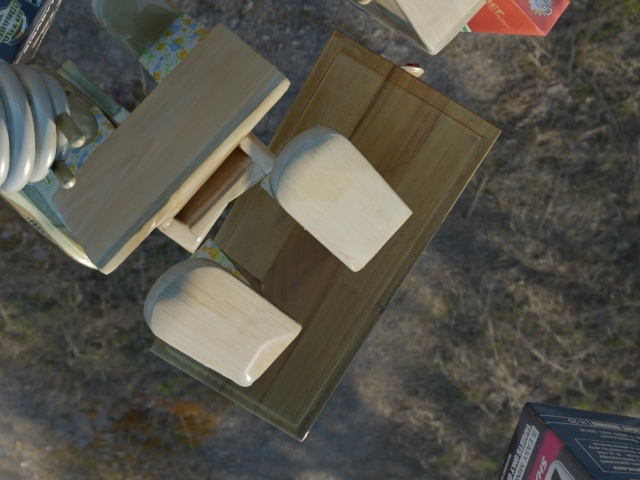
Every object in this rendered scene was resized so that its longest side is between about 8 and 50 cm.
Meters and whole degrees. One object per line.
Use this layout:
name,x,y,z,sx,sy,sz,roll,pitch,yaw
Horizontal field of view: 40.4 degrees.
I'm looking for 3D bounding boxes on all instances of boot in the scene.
boot,-0.264,-0.078,0.969,0.165,0.077,0.213,-48,135,-12

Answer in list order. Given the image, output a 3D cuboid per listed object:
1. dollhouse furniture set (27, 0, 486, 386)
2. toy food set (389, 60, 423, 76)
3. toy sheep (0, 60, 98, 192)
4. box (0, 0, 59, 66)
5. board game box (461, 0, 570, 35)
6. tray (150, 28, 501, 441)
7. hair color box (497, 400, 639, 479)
dollhouse furniture set,-0.090,-0.163,0.719,0.394,0.362,0.256,-46,138,2
toy food set,0.164,-0.339,1.730,0.083,0.020,0.082,0,177,13
toy sheep,-0.202,-0.069,0.542,0.132,0.091,0.091,-7,151,-40
box,-0.381,-0.391,1.229,0.073,0.293,0.295,28,94,-21
board game box,0.175,-0.403,1.267,0.242,0.316,0.064,36,87,-29
tray,0.000,0.000,0.964,0.203,0.076,0.411,31,104,0
hair color box,0.203,0.249,0.503,0.105,0.347,0.173,11,103,-13
